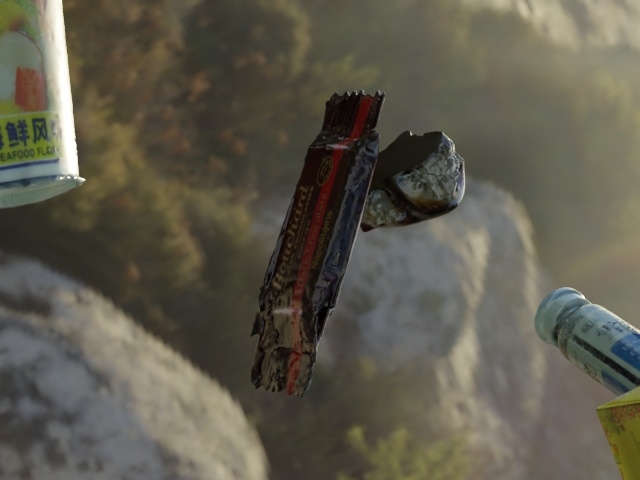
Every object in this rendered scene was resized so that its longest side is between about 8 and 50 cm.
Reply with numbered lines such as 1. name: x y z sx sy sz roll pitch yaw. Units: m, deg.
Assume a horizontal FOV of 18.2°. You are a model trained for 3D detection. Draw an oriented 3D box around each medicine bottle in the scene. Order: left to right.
1. medicine bottle: 0.231 0.093 1.465 0.051 0.051 0.191 50 -7 -38

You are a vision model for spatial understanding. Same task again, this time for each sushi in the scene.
1. sushi: 0.050 -0.032 1.172 0.046 0.083 0.044 51 38 -29

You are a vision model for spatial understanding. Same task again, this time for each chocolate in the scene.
1. chocolate: 0.000 0.000 1.143 0.028 0.086 0.182 21 81 -23

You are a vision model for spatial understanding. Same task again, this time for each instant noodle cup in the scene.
1. instant noodle cup: -0.321 -0.175 1.618 0.284 0.284 0.312 -8 85 -69

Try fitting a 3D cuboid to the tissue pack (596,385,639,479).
1. tissue pack: 0.241 0.158 1.151 0.095 0.062 0.176 -22 91 -30
